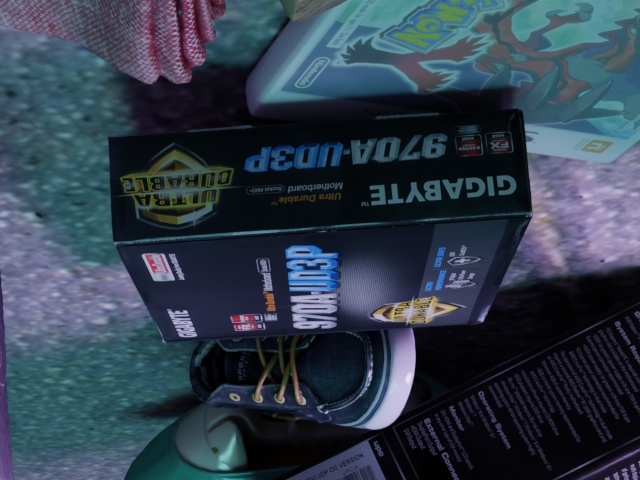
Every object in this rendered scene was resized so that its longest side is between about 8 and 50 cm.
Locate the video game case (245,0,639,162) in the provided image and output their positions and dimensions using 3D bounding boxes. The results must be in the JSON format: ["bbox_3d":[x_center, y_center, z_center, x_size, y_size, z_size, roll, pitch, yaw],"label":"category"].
[{"bbox_3d":[0.090,-0.089,0.621,0.183,0.023,0.201,6,155,-22],"label":"video game case"}]

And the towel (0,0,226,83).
[{"bbox_3d":[-0.198,-0.123,0.357,0.329,0.037,0.237,9,159,13],"label":"towel"}]

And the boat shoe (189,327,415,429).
[{"bbox_3d":[-0.015,0.077,0.914,0.083,0.065,0.183,7,168,-21],"label":"boat shoe"}]

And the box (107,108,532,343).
[{"bbox_3d":[0.000,0.000,0.746,0.175,0.051,0.220,-4,165,-1],"label":"box"}]

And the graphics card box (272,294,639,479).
[{"bbox_3d":[0.113,0.171,0.981,0.371,0.094,0.233,-28,150,1],"label":"graphics card box"}]

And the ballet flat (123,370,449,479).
[{"bbox_3d":[-0.023,0.127,1.067,0.247,0.083,0.087,-8,133,9],"label":"ballet flat"}]

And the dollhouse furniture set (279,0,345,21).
[{"bbox_3d":[0.052,-0.163,0.352,0.183,0.129,0.129,-24,162,-18],"label":"dollhouse furniture set"}]

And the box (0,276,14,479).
[{"bbox_3d":[-0.220,0.007,0.617,0.142,0.163,0.247,-8,157,1],"label":"box"}]
